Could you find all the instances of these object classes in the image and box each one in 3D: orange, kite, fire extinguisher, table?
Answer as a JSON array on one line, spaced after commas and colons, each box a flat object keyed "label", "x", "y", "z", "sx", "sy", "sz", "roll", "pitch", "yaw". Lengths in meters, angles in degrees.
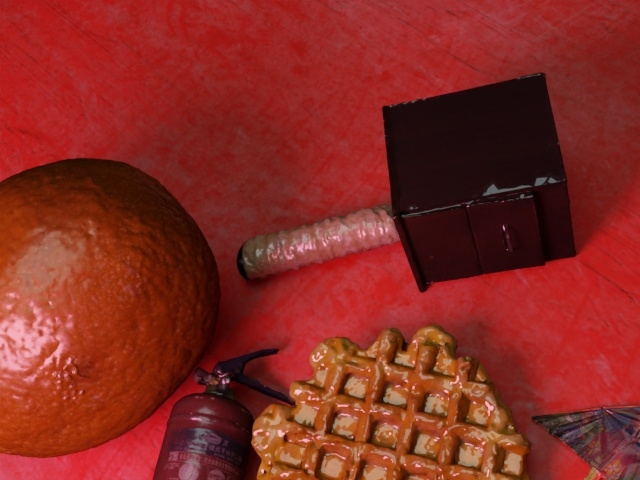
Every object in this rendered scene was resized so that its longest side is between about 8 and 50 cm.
[{"label": "orange", "x": -0.296, "y": 0.080, "z": 1.292, "sx": 0.357, "sy": 0.322, "sz": 0.322, "roll": -43, "pitch": 55, "yaw": 1}, {"label": "kite", "x": 0.308, "y": 0.231, "z": 1.181, "sx": 0.159, "sy": 0.010, "sz": 0.190, "roll": -42, "pitch": 54, "yaw": -8}, {"label": "fire extinguisher", "x": -0.119, "y": 0.267, "z": 1.255, "sx": 0.138, "sy": 0.102, "sz": 0.344, "roll": 19, "pitch": 61, "yaw": -9}, {"label": "table", "x": 0.188, "y": -0.063, "z": 1.309, "sx": 0.193, "sy": 0.169, "sz": 0.173, "roll": -10, "pitch": 57, "yaw": 10}]

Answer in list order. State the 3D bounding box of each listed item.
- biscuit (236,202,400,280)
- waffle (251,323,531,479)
[{"label": "biscuit", "x": 0.000, "y": 0.000, "z": 1.401, "sx": 0.219, "sy": 0.055, "sz": 0.061, "roll": -13, "pitch": 45, "yaw": 10}, {"label": "waffle", "x": 0.069, "y": 0.247, "z": 1.206, "sx": 0.302, "sy": 0.068, "sz": 0.325, "roll": -31, "pitch": 59, "yaw": -4}]
